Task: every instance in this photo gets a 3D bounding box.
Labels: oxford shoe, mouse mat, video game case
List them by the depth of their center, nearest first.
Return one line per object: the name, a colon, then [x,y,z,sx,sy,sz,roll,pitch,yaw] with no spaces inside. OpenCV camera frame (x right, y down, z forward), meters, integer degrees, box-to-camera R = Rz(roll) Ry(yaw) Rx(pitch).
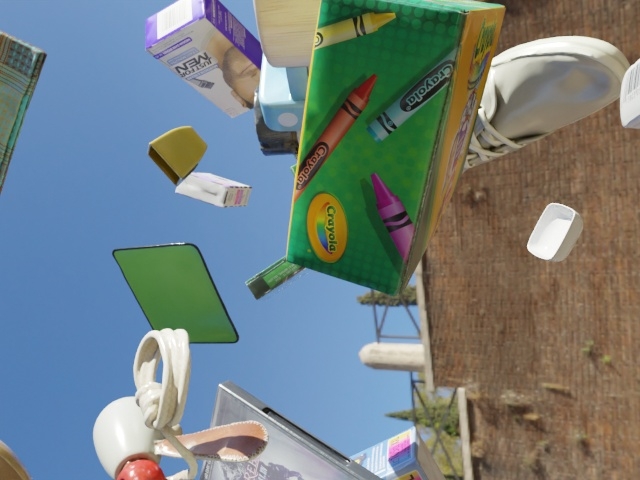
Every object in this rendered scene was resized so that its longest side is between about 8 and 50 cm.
video game case: [-0.040,0.321,0.700,0.026,0.274,0.196,-11,-61,-56]
mouse mat: [-0.215,0.085,0.847,0.007,0.153,0.189,-63,-37,-52]
oxford shoe: [0.267,-0.185,0.899,0.169,0.449,0.130,33,-110,-23]

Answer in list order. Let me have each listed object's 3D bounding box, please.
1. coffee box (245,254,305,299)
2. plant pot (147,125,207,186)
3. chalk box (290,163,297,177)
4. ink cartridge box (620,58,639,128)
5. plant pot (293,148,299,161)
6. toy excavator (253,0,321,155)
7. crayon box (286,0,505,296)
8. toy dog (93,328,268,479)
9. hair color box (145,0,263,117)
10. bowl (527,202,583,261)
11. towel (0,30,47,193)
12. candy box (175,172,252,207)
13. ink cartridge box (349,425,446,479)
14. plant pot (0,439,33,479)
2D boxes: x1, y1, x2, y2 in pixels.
coffee box: [-0.074,0.066,1.045,0.040,0.113,0.184,56,174,5]
plant pot: [-0.252,-0.160,1.024,0.083,0.081,0.081,-44,-81,-18]
chalk box: [0.104,-0.057,1.125,0.289,0.179,0.180,64,-157,10]
ink cartridge box: [0.347,-0.108,0.366,0.189,0.232,0.066,7,-94,-79]
plant pot: [0.034,-0.297,1.510,0.228,0.207,0.227,60,-127,-79]
toy excavator: [-0.001,-0.268,0.701,0.445,0.222,0.432,77,-168,-58]
crayon box: [0.071,-0.098,0.432,0.278,0.081,0.165,-46,-31,-59]
toy dog: [-0.092,0.258,0.517,0.161,0.220,0.333,16,-147,-38]
hair color box: [-0.258,-0.464,1.447,0.339,0.185,0.110,29,-132,-56]
bowl: [0.593,-0.015,1.420,0.142,0.053,0.142,-117,51,-75]
towel: [-0.734,-0.262,1.139,0.040,0.271,0.370,-76,12,-78]
candy box: [-0.329,-0.160,1.776,0.196,0.165,0.070,-19,-54,-75]
ink cartridge box: [0.094,0.617,1.200,0.270,0.396,0.151,60,-167,-3]
plant pot: [-0.440,0.287,0.677,0.032,0.236,0.236,-71,-32,-63]
